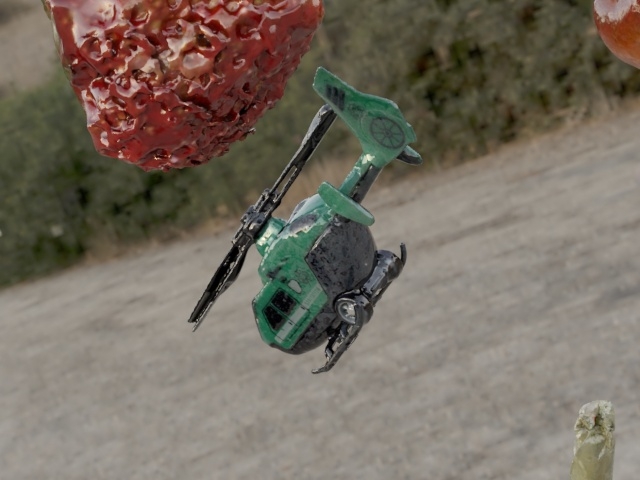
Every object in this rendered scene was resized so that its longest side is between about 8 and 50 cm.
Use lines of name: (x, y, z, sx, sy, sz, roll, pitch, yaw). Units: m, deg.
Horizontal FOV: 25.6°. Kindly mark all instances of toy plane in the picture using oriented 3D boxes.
toy plane: (0.000, 0.000, 1.263, 0.106, 0.155, 0.382, -53, -2, -38)

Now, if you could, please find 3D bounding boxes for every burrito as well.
burrito: (0.335, 0.280, 1.739, 0.058, 0.188, 0.045, -4, 29, -3)

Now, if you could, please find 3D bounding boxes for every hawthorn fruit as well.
hawthorn fruit: (0.291, -0.189, 1.137, 0.140, 0.125, 0.125, 23, -22, -39)

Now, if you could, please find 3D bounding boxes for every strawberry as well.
strawberry: (-0.091, -0.149, 0.976, 0.201, 0.184, 0.187, -15, 55, 23)
